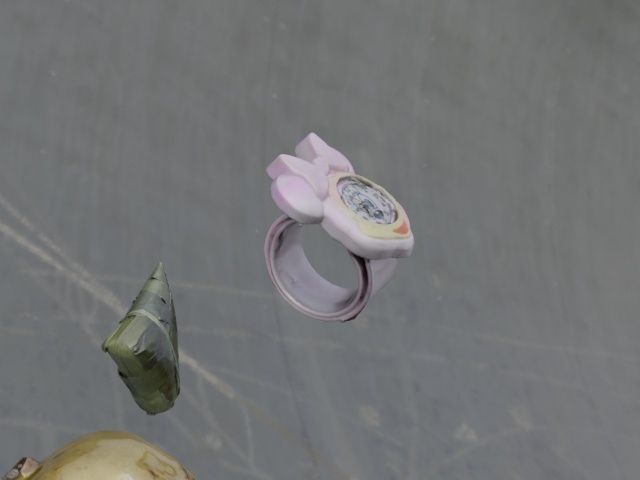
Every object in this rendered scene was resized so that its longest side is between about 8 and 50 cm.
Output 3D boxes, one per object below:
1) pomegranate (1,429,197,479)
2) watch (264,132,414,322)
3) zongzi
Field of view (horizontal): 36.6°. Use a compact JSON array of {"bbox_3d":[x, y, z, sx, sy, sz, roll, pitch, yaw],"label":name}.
[{"bbox_3d":[-0.309,0.417,1.363,0.333,0.332,0.332,29,19,-11],"label":"pomegranate"},{"bbox_3d":[0.000,0.000,1.501,0.248,0.217,0.211,38,33,7],"label":"watch"},{"bbox_3d":[-0.158,0.100,0.952,0.055,0.109,0.119,-1,41,19],"label":"zongzi"}]
